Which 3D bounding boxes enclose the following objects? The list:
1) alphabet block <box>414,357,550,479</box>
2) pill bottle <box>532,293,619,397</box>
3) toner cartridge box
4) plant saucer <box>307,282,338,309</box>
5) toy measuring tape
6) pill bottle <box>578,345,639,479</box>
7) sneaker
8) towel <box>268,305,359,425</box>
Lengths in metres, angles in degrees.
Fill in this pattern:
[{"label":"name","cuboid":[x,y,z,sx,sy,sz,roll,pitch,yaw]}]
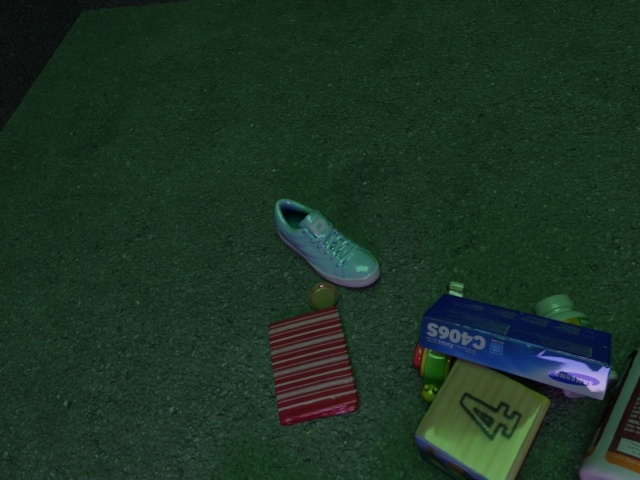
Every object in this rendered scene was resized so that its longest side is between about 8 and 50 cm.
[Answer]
[{"label":"alphabet block","cuboid":[0.327,0.387,1.051,0.193,0.192,0.197,25,64,29]},{"label":"pill bottle","cuboid":[0.559,0.231,1.153,0.118,0.117,0.208,-14,54,3]},{"label":"toner cartridge box","cuboid":[0.395,0.204,1.055,0.348,0.075,0.165,12,18,28]},{"label":"plant saucer","cuboid":[0.008,0.153,1.395,0.083,0.015,0.083,-6,55,9]},{"label":"toy measuring tape","cuboid":[0.295,0.221,1.224,0.121,0.121,0.330,11,59,20]},{"label":"pill bottle","cuboid":[0.682,0.339,0.986,0.224,0.224,0.392,27,66,27]},{"label":"sneaker","cuboid":[0.000,0.000,1.419,0.366,0.150,0.135,28,67,28]},{"label":"towel","cuboid":[-0.023,0.308,1.288,0.199,0.031,0.275,-16,52,5]}]
